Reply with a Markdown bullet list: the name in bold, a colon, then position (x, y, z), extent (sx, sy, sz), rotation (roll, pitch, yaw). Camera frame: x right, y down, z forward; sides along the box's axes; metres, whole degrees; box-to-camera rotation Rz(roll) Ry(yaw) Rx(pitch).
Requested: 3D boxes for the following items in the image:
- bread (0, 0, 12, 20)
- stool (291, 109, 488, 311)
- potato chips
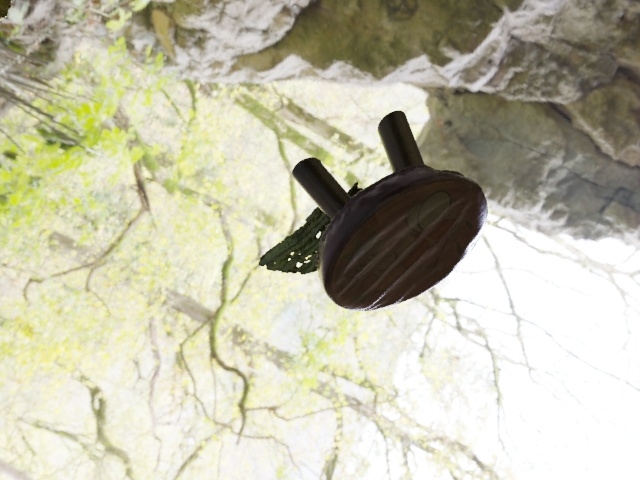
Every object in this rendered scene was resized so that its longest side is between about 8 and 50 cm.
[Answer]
- **bread**: position (-0.769, -0.585, 1.294), extent (0.266, 0.141, 0.178), rotation (26, 81, -43)
- **stool**: position (0.097, -0.039, 0.953), extent (0.179, 0.271, 0.272), rotation (61, -33, 36)
- **potato chips**: position (0.000, 0.000, 0.966), extent (0.207, 0.092, 0.028), rotation (-38, 167, 7)
